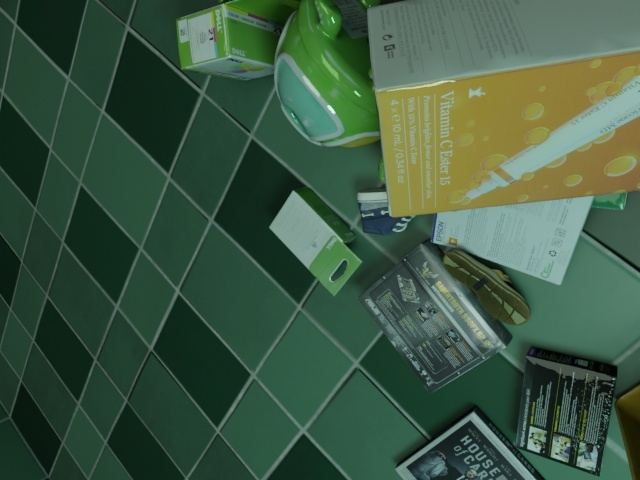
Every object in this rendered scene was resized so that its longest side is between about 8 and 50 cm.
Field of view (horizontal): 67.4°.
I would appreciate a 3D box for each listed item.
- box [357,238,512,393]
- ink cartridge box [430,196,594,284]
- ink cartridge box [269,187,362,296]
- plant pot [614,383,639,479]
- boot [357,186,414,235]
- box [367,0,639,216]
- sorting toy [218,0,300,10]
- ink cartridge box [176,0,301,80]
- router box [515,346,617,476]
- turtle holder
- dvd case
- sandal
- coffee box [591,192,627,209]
[{"bbox_3d":[0.206,0.141,0.899,0.183,0.056,0.231,-46,75,30],"label":"box"},{"bbox_3d":[0.297,-0.058,0.758,0.224,0.045,0.223,21,134,26],"label":"ink cartridge box"},{"bbox_3d":[0.000,0.000,1.000,0.209,0.062,0.109,46,120,16],"label":"ink cartridge box"},{"bbox_3d":[0.556,0.278,0.620,0.187,0.212,0.212,41,119,6],"label":"plant pot"},{"bbox_3d":[0.157,-0.055,0.892,0.190,0.069,0.086,2,108,41],"label":"boot"},{"bbox_3d":[0.242,-0.172,0.581,0.345,0.215,0.168,-6,53,10],"label":"box"},{"bbox_3d":[-0.051,-0.502,0.894,0.365,0.126,0.127,-10,95,33],"label":"sorting toy"},{"bbox_3d":[-0.118,-0.385,0.921,0.255,0.189,0.097,2,100,33],"label":"ink cartridge box"},{"bbox_3d":[0.407,0.282,0.803,0.133,0.046,0.179,10,105,32],"label":"router box"},{"bbox_3d":[0.068,-0.263,0.828,0.320,0.243,0.227,30,141,-19],"label":"turtle holder"},{"bbox_3d":[0.282,0.457,0.931,0.179,0.029,0.238,47,121,16],"label":"dvd case"},{"bbox_3d":[0.292,0.073,0.829,0.180,0.049,0.072,42,144,5],"label":"sandal"},{"bbox_3d":[0.376,-0.114,0.745,0.184,0.040,0.113,9,107,32],"label":"coffee box"}]
